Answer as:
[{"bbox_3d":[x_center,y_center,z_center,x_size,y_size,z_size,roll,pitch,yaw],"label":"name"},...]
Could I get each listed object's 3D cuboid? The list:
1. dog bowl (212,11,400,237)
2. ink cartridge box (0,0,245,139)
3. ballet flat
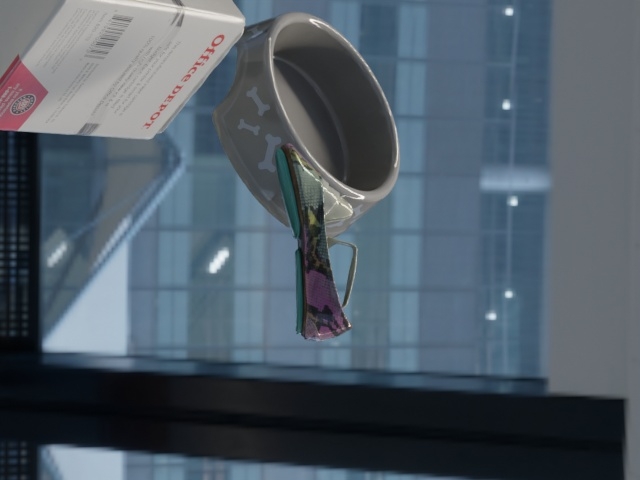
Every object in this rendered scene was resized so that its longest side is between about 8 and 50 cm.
[{"bbox_3d":[-0.012,-0.181,1.914,0.102,0.349,0.348,-25,-122,32],"label":"dog bowl"},{"bbox_3d":[-0.253,-0.223,1.434,0.207,0.283,0.117,-46,-114,27],"label":"ink cartridge box"},{"bbox_3d":[0.000,0.000,1.438,0.077,0.079,0.221,168,-85,-82],"label":"ballet flat"}]
